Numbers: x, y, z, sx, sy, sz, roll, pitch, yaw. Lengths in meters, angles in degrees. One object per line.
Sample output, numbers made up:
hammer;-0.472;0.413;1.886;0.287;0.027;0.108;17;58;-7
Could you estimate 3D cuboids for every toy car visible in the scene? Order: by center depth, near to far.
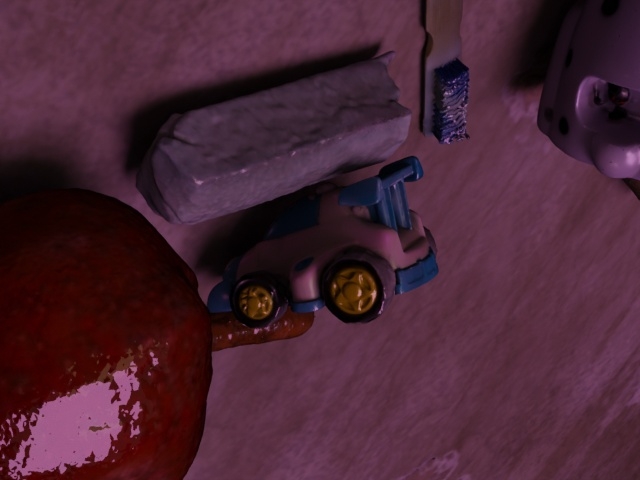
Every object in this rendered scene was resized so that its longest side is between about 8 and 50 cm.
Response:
toy car;0.000;0.000;1.066;0.126;0.161;0.098;-28;111;-64

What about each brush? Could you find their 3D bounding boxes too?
brush;0.090;-0.135;1.077;0.033;0.030;0.178;-20;142;-14

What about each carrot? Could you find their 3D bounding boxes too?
carrot;-0.073;0.066;1.129;0.165;0.035;0.035;-9;134;-36

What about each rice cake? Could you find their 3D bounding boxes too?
rice cake;-0.027;-0.065;1.000;0.206;0.063;0.069;-18;157;-35

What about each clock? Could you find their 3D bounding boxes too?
clock;0.259;-0.188;1.090;0.189;0.189;0.254;-18;124;-32

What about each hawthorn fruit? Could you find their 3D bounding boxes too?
hawthorn fruit;-0.185;0.080;0.897;0.250;0.215;0.215;-14;137;-25

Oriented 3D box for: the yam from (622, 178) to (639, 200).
yam;0.286;-0.067;1.324;0.054;0.054;0.132;-47;145;6
